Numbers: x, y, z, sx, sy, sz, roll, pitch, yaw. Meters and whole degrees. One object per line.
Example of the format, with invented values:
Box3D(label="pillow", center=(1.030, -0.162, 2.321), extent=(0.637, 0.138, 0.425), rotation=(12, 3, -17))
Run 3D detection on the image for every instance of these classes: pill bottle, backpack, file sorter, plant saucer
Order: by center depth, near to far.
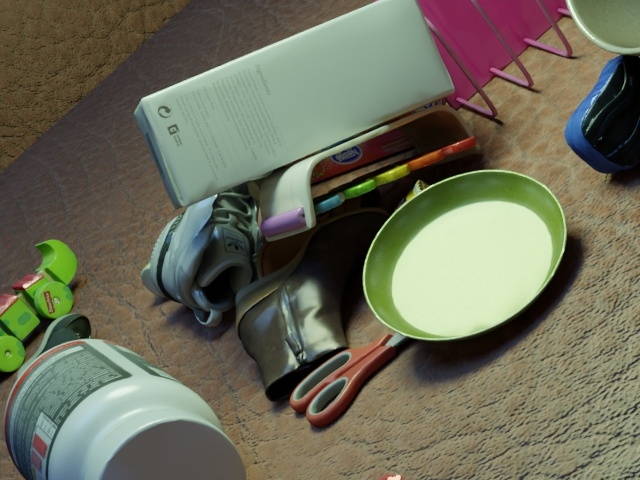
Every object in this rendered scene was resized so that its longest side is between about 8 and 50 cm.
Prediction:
Box3D(label="plant saucer", center=(0.164, 0.023, 1.574), extent=(0.241, 0.037, 0.241), rotation=(-17, 45, 18))
Box3D(label="backpack", center=(0.339, -0.135, 1.601), extent=(0.120, 0.098, 0.101), rotation=(-56, 4, -14))
Box3D(label="pill bottle", center=(-0.231, 0.246, 1.636), extent=(0.210, 0.210, 0.363), rotation=(-45, 22, -12))
Box3D(label="file sorter", center=(0.267, -0.337, 1.955), extent=(0.291, 0.202, 0.182), rotation=(-42, 23, -3))

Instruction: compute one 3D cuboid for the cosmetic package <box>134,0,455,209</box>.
Box3D(label="cosmetic package", center=(-0.041, -0.183, 1.864), extent=(0.385, 0.156, 0.217), rotation=(-22, 4, -7))

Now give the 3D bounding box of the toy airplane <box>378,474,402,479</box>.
Box3D(label="toy airplane", center=(0.077, 0.274, 1.328), extent=(0.151, 0.028, 0.151), rotation=(-33, 24, 17))

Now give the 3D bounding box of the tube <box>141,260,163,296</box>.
Box3D(label="tube", center=(-0.203, -0.003, 2.283), extent=(0.070, 0.062, 0.240), rotation=(21, 45, 15))

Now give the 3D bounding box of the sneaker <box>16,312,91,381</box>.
Box3D(label="sneaker", center=(-0.376, 0.180, 2.203), extent=(0.118, 0.083, 0.222), rotation=(-11, 24, 18))

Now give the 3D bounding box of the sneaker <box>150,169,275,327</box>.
Box3D(label="sneaker", center=(-0.121, -0.051, 2.034), extent=(0.366, 0.137, 0.210), rotation=(-66, 26, 9))

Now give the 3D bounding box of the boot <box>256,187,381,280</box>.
Box3D(label="boot", center=(0.000, 0.000, 1.923), extent=(0.152, 0.073, 0.197), rotation=(-21, 31, 30))

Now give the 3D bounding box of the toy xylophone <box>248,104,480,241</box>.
Box3D(label="toy xylophone", center=(0.046, -0.093, 1.855), extent=(0.323, 0.081, 0.236), rotation=(-24, 5, -25))

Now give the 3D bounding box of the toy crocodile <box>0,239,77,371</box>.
Box3D(label="toy crocodile", center=(-0.548, 0.143, 2.485), extent=(0.340, 0.105, 0.115), rotation=(-51, 24, -24))

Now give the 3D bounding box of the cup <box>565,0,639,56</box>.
Box3D(label="cup", center=(0.457, -0.344, 1.546), extent=(0.331, 0.237, 0.331), rotation=(-28, 58, 57))

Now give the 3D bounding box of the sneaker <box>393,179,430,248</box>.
Box3D(label="sneaker", center=(0.124, 0.004, 1.733), extent=(0.084, 0.069, 0.185), rotation=(-51, 17, 25))

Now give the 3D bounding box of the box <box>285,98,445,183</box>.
Box3D(label="box", center=(0.045, -0.193, 2.134), extent=(0.257, 0.128, 0.122), rotation=(-18, 31, 43))

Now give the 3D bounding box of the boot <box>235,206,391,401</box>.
Box3D(label="boot", center=(0.011, 0.080, 1.775), extent=(0.248, 0.090, 0.207), rotation=(-34, 37, 4))

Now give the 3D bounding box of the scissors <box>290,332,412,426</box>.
Box3D(label="scissors", center=(0.085, 0.111, 1.634), extent=(0.297, 0.021, 0.109), rotation=(-40, 20, 4))
